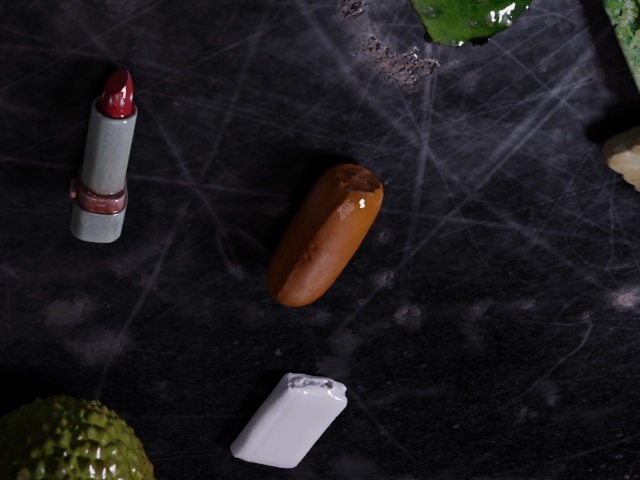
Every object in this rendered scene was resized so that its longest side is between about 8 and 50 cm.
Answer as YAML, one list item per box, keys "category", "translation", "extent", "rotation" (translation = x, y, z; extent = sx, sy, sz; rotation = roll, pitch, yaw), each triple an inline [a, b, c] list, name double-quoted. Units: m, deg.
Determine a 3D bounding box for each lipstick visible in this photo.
- category: "lipstick"
  translation: [-0.204, -0.087, 1.251]
  extent: [0.057, 0.063, 0.186]
  rotation: [6, 132, -14]

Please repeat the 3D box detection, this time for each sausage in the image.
- category: "sausage"
  translation: [0.000, 0.000, 1.356]
  extent: [0.076, 0.076, 0.197]
  rotation: [13, 138, -20]

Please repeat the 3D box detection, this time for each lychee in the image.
- category: "lychee"
  translation: [-0.313, 0.323, 1.556]
  extent: [0.270, 0.270, 0.320]
  rotation: [22, 141, -28]

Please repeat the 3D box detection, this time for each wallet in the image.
- category: "wallet"
  translation: [-0.038, 0.226, 1.646]
  extent: [0.095, 0.033, 0.190]
  rotation: [14, 136, -23]

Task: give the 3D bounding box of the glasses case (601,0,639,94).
- category: "glasses case"
  translation: [0.326, -0.151, 1.163]
  extent: [0.095, 0.062, 0.272]
  rotation: [-12, 128, 30]

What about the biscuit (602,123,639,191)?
- category: "biscuit"
  translation: [0.459, -0.103, 1.271]
  extent: [0.217, 0.044, 0.325]
  rotation: [33, 137, -33]

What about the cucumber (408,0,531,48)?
- category: "cucumber"
  translation: [0.084, -0.280, 0.993]
  extent: [0.145, 0.105, 0.325]
  rotation: [-19, 142, 19]
